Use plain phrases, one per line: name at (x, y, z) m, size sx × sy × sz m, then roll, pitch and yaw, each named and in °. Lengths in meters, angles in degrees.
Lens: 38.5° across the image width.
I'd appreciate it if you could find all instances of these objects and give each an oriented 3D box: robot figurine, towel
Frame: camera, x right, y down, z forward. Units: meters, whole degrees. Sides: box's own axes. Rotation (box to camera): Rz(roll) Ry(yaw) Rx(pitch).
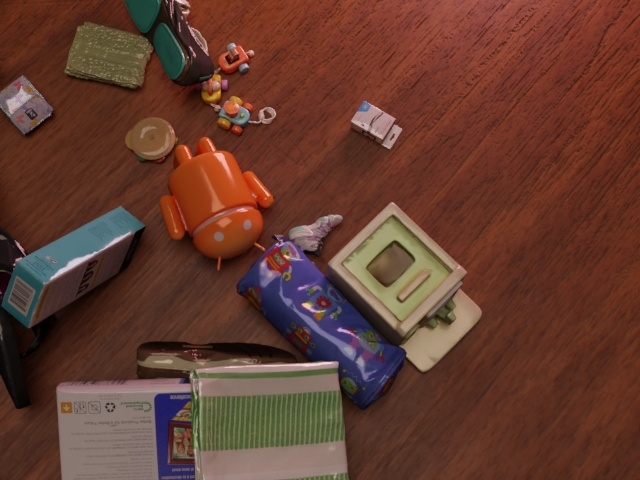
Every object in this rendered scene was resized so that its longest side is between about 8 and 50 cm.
robot figurine at (-0.174, -0.063, 1.536) m, size 0.128 × 0.158 × 0.220 m, roll -34°, pitch 73°, yaw 31°
towel at (-0.069, 0.345, 1.354) m, size 0.247 × 0.038 × 0.325 m, roll -1°, pitch 79°, yaw -22°
towel at (-0.382, -0.334, 1.660) m, size 0.148 × 0.027 × 0.110 m, roll 12°, pitch 74°, yaw 3°

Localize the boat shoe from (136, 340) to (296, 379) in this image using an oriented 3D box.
boat shoe at (-0.168, 0.219, 1.488) m, size 0.257 × 0.095 × 0.095 m, roll 3°, pitch 98°, yaw -1°

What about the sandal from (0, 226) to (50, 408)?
sandal at (-0.512, 0.047, 1.490) m, size 0.107 × 0.167 × 0.446 m, roll -13°, pitch 75°, yaw -22°

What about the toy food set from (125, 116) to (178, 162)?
toy food set at (-0.297, -0.178, 1.621) m, size 0.083 × 0.020 × 0.082 m, roll -43°, pitch 79°, yaw -12°

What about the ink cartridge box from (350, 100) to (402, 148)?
ink cartridge box at (0.100, -0.205, 1.629) m, size 0.083 × 0.028 × 0.048 m, roll 30°, pitch 76°, yaw 7°

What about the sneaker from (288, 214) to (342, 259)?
sneaker at (0.000, 0.000, 1.569) m, size 0.098 × 0.038 × 0.069 m, roll -22°, pitch 77°, yaw 3°

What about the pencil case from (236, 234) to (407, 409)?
pencil case at (0.005, 0.131, 1.490) m, size 0.306 × 0.119 × 0.133 m, roll 43°, pitch 48°, yaw 11°

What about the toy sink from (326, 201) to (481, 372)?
toy sink at (0.144, 0.080, 1.498) m, size 0.153 × 0.131 × 0.234 m, roll -43°, pitch 80°, yaw -11°

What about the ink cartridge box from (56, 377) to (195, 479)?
ink cartridge box at (-0.248, 0.369, 1.429) m, size 0.303 × 0.072 × 0.307 m, roll -2°, pitch 98°, yaw -2°

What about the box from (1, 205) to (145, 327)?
box at (-0.385, 0.037, 1.448) m, size 0.060 × 0.101 × 0.244 m, roll 37°, pitch 34°, yaw 9°

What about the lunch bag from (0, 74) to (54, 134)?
lunch bag at (-0.523, -0.238, 1.619) m, size 0.071 × 0.053 × 0.083 m, roll -40°, pitch 88°, yaw -9°

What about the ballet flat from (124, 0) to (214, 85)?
ballet flat at (-0.270, -0.383, 1.638) m, size 0.096 × 0.095 × 0.281 m, roll -4°, pitch 59°, yaw -46°

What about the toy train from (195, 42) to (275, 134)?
toy train at (-0.153, -0.275, 1.637) m, size 0.125 × 0.046 × 0.166 m, roll -26°, pitch 76°, yaw -7°
